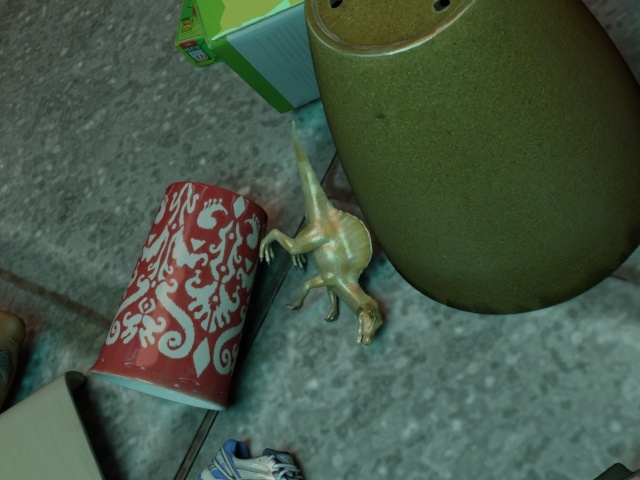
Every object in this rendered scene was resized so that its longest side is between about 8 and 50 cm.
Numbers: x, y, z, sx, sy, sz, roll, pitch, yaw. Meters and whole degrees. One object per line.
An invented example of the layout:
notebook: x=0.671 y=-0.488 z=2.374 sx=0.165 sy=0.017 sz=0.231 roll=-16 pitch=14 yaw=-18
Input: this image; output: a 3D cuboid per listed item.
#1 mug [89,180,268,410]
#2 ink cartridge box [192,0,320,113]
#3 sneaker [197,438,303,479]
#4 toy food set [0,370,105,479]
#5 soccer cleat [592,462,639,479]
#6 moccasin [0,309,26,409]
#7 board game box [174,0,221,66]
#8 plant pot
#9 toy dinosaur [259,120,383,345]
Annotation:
mug: x=-0.125 y=0.044 z=0.690 sx=0.150 sy=0.113 sz=0.169 roll=5 pitch=71 yaw=32
ink cartridge box: x=0.041 y=-0.215 z=0.667 sx=0.255 sy=0.189 sz=0.097 roll=-22 pitch=79 yaw=11
sneaker: x=-0.034 y=0.186 z=0.613 sx=0.135 sy=0.052 sz=0.058 roll=16 pitch=71 yaw=33
toy food set: x=-0.245 y=0.281 z=0.670 sx=0.220 sy=0.092 sz=0.306 roll=-33 pitch=55 yaw=-4
soccer cleat: x=0.134 y=0.230 z=0.437 sx=0.331 sy=0.116 sz=0.143 roll=-31 pitch=74 yaw=-1
moccasin: x=-0.461 y=0.092 z=0.842 sx=0.380 sy=0.139 sz=0.147 roll=1 pitch=53 yaw=33
board game box: x=-0.059 y=-0.246 z=0.846 sx=0.181 sy=0.043 sz=0.092 roll=-7 pitch=63 yaw=25
plant pot: x=0.099 y=-0.103 z=0.559 sx=0.237 sy=0.254 sz=0.237 roll=-12 pitch=61 yaw=22
toy dinosaur: x=0.000 y=0.000 z=0.666 sx=0.093 sy=0.053 sz=0.183 roll=-25 pitch=85 yaw=37
